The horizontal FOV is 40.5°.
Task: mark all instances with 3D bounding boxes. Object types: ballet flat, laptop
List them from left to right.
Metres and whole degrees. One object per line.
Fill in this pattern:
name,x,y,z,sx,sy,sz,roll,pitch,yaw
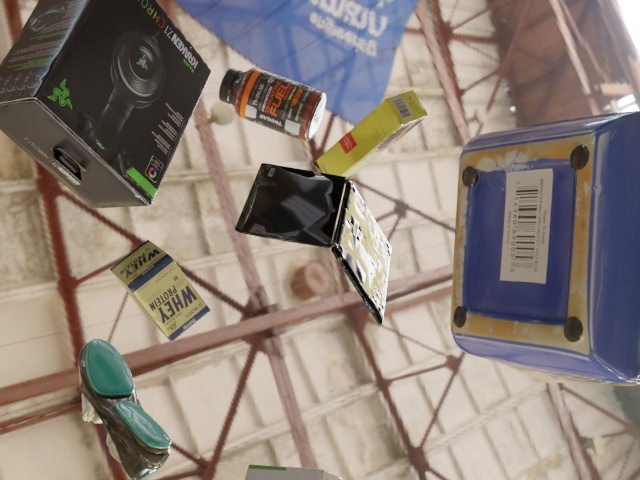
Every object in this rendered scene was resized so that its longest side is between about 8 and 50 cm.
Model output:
ballet flat,-0.340,0.280,1.417,0.095,0.096,0.280,14,-156,-44
laptop,0.000,0.000,1.491,0.264,0.136,0.234,57,-156,-25

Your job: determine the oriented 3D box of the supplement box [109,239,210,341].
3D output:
supplement box,-0.178,0.055,0.960,0.056,0.083,0.083,-40,-63,-14

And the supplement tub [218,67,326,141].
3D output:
supplement tub,-0.096,-0.272,1.694,0.198,0.106,0.106,21,-134,8

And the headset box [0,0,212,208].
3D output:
headset box,-0.318,-0.213,1.253,0.246,0.131,0.283,50,-130,-44

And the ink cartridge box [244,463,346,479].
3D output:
ink cartridge box,0.003,0.545,1.730,0.278,0.201,0.117,37,-124,-40

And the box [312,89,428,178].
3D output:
box,0.086,-0.181,1.568,0.087,0.232,0.058,-26,-97,-41

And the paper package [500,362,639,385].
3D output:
paper package,0.407,0.068,1.392,0.168,0.325,0.309,18,-101,-6

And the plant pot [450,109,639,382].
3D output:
plant pot,0.247,0.007,0.744,0.212,0.236,0.236,5,-92,-28
